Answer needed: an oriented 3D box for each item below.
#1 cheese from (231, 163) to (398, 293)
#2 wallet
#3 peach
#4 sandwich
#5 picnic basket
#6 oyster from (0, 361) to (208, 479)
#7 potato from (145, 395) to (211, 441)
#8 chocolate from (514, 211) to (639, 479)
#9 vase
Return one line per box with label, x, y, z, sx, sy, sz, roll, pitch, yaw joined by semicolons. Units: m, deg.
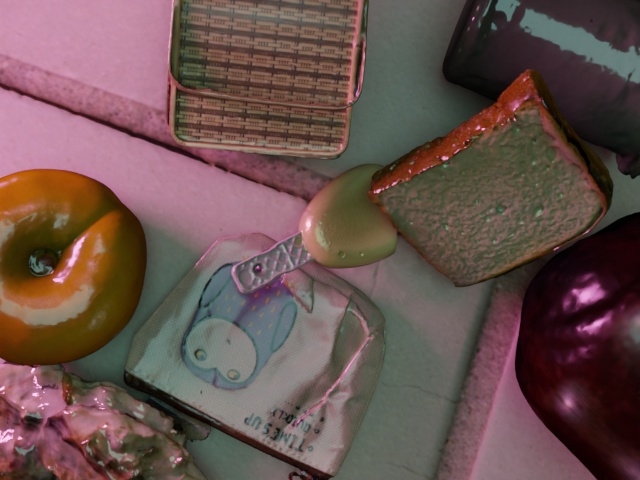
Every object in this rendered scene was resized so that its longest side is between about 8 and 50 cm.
cheese;0.000;0.000;1.170;0.255;0.050;0.127;-29;96;-22
wallet;-0.066;0.152;1.178;0.335;0.068;0.275;29;78;-2
peach;-0.338;0.029;1.118;0.251;0.153;0.251;3;81;-21
sandwich;0.220;-0.066;1.134;0.251;0.087;0.226;-31;119;28
picnic basket;-0.064;-0.256;1.092;0.227;0.175;0.313;6;108;-7
oyster;-0.284;0.274;1.127;0.354;0.107;0.201;18;98;1
potato;-0.186;0.230;1.191;0.093;0.036;0.037;30;128;-2
chocolate;0.428;0.127;1.124;0.383;0.383;0.331;-42;85;-5
vase;0.322;-0.248;1.160;0.291;0.245;0.245;23;87;-1
